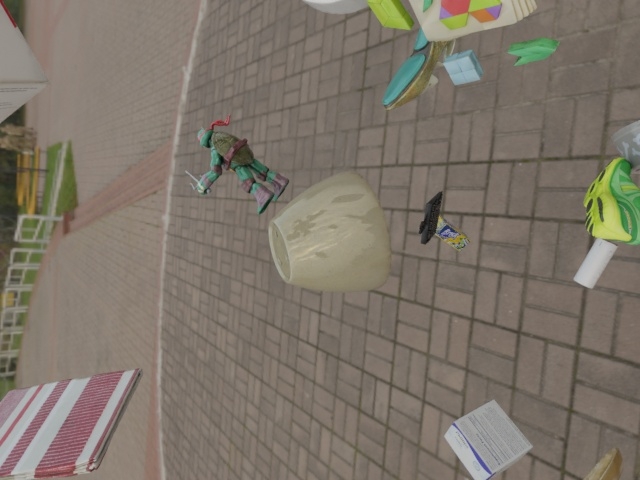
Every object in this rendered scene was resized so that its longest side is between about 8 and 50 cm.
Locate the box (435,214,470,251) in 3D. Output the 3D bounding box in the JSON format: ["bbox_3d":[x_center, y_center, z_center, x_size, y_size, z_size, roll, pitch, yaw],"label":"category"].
[{"bbox_3d":[0.465,-0.026,1.703,0.059,0.169,0.054,-48,39,19],"label":"box"}]

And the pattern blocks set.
[{"bbox_3d":[0.172,-0.340,0.600,0.285,0.325,0.026,-5,50,57],"label":"pattern blocks set"}]

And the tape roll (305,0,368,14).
[{"bbox_3d":[0.031,-0.611,0.938,0.286,0.100,0.286,5,104,21],"label":"tape roll"}]

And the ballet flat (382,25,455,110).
[{"bbox_3d":[0.296,-0.499,1.324,0.123,0.123,0.349,21,84,53],"label":"ballet flat"}]

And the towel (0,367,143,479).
[{"bbox_3d":[-0.546,0.374,0.955,0.237,0.329,0.037,-86,-18,-59],"label":"towel"}]

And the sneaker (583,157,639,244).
[{"bbox_3d":[0.677,-0.082,1.070,0.123,0.295,0.109,28,138,9],"label":"sneaker"}]

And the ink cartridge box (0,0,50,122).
[{"bbox_3d":[-0.501,-0.221,0.608,0.237,0.100,0.172,-23,100,23],"label":"ink cartridge box"}]

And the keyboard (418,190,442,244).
[{"bbox_3d":[0.338,-0.060,1.457,0.023,0.108,0.180,33,148,30],"label":"keyboard"}]

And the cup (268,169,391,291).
[{"bbox_3d":[0.000,0.000,1.246,0.331,0.237,0.331,165,90,-71],"label":"cup"}]

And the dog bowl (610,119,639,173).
[{"bbox_3d":[0.883,-0.246,1.099,0.348,0.348,0.102,-20,79,53],"label":"dog bowl"}]

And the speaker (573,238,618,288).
[{"bbox_3d":[0.748,0.062,1.288,0.055,0.055,0.136,40,115,48],"label":"speaker"}]

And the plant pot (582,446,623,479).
[{"bbox_3d":[0.590,0.555,1.035,0.032,0.236,0.236,37,119,32],"label":"plant pot"}]

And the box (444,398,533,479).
[{"bbox_3d":[0.373,0.449,1.058,0.126,0.137,0.072,53,144,35],"label":"box"}]

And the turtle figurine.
[{"bbox_3d":[-0.185,-0.160,0.980,0.234,0.175,0.118,37,144,2],"label":"turtle figurine"}]
